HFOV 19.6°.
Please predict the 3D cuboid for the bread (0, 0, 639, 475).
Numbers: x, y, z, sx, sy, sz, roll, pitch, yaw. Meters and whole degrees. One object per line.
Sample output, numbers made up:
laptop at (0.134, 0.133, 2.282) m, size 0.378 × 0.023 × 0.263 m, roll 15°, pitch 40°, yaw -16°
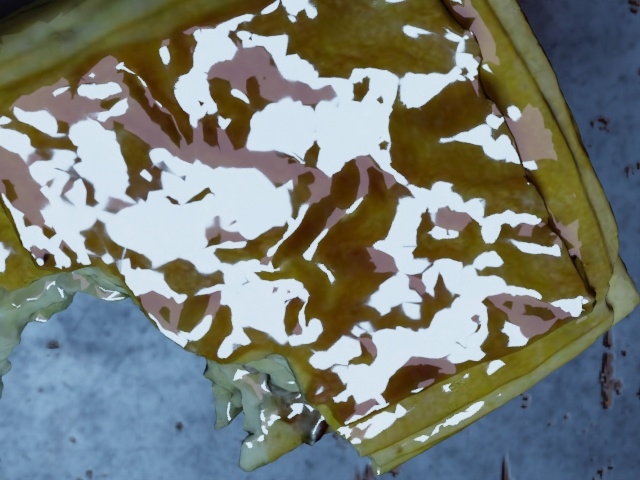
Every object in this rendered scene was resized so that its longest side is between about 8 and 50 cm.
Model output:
bread at (-0.047, -0.025, 1.020) m, size 0.370 × 0.191 × 0.314 m, roll -24°, pitch 114°, yaw 6°
